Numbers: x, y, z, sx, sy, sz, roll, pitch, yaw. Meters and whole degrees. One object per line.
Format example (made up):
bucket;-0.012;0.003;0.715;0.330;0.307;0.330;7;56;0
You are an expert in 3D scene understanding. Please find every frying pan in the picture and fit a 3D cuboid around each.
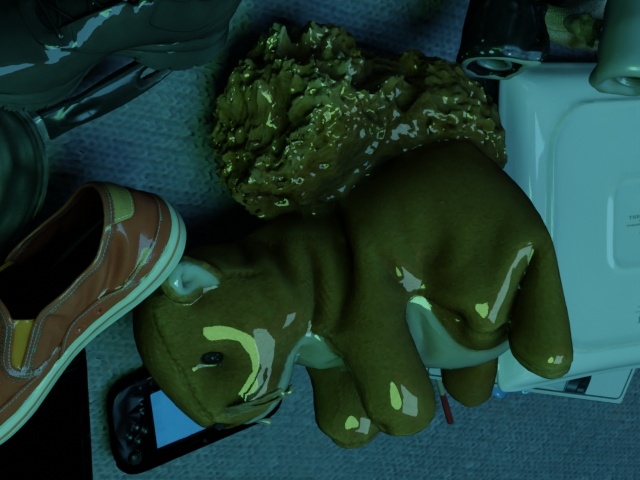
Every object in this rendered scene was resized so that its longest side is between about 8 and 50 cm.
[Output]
frying pan;-0.278;-0.090;1.505;0.326;0.053;0.197;-52;139;-4

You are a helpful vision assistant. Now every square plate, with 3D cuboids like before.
square plate;0.337;-0.022;1.933;0.347;0.049;0.344;-5;99;-32

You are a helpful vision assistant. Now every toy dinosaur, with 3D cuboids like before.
toy dinosaur;0.311;-0.249;1.880;0.296;0.200;0.127;-14;87;-9

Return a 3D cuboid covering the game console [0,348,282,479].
game console;-0.188;0.171;1.755;0.361;0.044;0.213;-21;128;-31

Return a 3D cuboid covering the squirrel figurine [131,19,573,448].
squirrel figurine;0.000;0.000;1.684;0.371;0.281;0.397;-7;88;-13

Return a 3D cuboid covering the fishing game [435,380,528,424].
fishing game;0.230;0.091;2.073;0.264;0.041;0.189;-29;124;-17

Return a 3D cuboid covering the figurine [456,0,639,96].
figurine;0.247;-0.257;1.733;0.215;0.092;0.209;7;81;-3

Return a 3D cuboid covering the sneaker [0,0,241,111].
sneaker;-0.178;-0.193;1.460;0.286;0.109;0.130;-23;163;-38

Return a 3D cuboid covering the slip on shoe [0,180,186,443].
slip on shoe;-0.262;0.070;1.546;0.331;0.123;0.101;-43;138;11

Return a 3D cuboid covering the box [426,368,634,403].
box;0.232;0.075;1.986;0.290;0.087;0.169;11;107;-33
